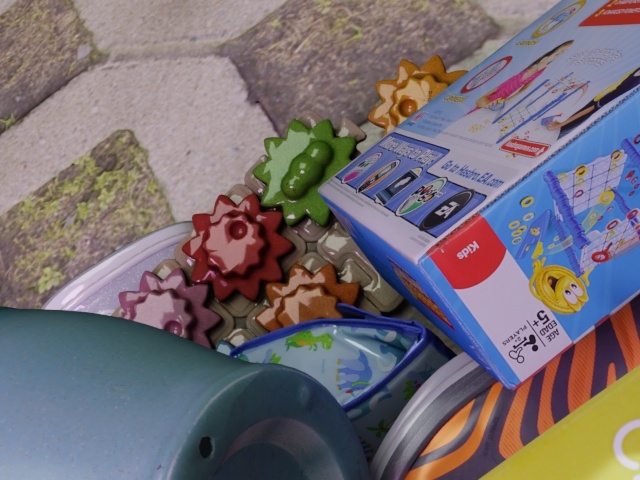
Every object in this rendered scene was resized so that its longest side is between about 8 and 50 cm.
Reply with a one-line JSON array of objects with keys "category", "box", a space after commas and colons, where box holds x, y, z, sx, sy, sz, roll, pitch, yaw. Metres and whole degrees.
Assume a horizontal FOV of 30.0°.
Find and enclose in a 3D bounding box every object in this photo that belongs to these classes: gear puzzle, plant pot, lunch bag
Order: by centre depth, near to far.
[{"category": "plant pot", "box": [-0.119, 0.159, 0.644, 0.255, 0.271, 0.271, -7, 57, 34]}, {"category": "lunch bag", "box": [0.033, 0.107, 0.793, 0.151, 0.129, 0.096, -19, 52, 26]}, {"category": "gear puzzle", "box": [0.000, 0.000, 0.890, 0.175, 0.044, 0.339, 43, 89, 13]}]

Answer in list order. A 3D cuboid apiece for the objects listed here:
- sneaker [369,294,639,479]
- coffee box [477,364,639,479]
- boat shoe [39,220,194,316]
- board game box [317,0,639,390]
[{"category": "sneaker", "box": [0.160, 0.120, 0.649, 0.321, 0.124, 0.180, -48, 43, -2]}, {"category": "coffee box", "box": [0.252, 0.205, 0.391, 0.334, 0.338, 0.337, -37, 53, 8]}, {"category": "boat shoe", "box": [-0.202, 0.111, 0.987, 0.320, 0.118, 0.103, -43, 83, 1]}, {"category": "board game box", "box": [0.163, -0.072, 0.719, 0.302, 0.086, 0.308, -37, 13, -1]}]
